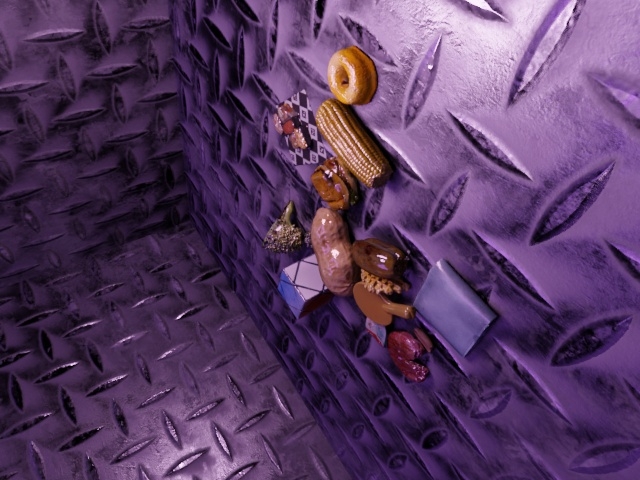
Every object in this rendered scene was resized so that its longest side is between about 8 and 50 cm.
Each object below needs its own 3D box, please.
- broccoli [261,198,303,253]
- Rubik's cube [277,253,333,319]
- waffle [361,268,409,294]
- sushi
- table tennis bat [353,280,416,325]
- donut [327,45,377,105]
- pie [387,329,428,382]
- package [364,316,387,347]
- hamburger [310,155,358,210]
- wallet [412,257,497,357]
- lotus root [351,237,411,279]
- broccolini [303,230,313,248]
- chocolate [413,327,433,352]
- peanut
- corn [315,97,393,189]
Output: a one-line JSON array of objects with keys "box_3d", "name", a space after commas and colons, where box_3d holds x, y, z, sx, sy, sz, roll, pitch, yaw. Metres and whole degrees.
[{"box_3d": [-0.145, -0.040, 2.080, 0.181, 0.272, 0.242, 32, 165, -4], "name": "broccoli"}, {"box_3d": [-0.065, 0.220, 2.087, 0.205, 0.208, 0.205, 53, 151, 22], "name": "Rubik's cube"}, {"box_3d": [0.237, 0.138, 1.624, 0.191, 0.161, 0.046, -101, 2, -56], "name": "waffle"}, {"box_3d": [-0.107, -0.443, 1.793, 0.294, 0.059, 0.291, 3, 115, 59], "name": "sushi"}, {"box_3d": [0.236, 0.250, 1.645, 0.321, 0.050, 0.198, 3, 119, 56], "name": "table tennis bat"}, {"box_3d": [0.090, -0.516, 1.366, 0.190, 0.075, 0.174, 62, 153, 9], "name": "donut"}, {"box_3d": [0.346, 0.455, 1.717, 0.204, 0.054, 0.218, 32, 140, 47], "name": "pie"}, {"box_3d": [0.231, 0.316, 1.782, 0.166, 0.040, 0.231, -134, 40, -51], "name": "package"}, {"box_3d": [0.048, -0.207, 1.635, 0.183, 0.130, 0.205, 2, 115, 63], "name": "hamburger"}, {"box_3d": [0.423, 0.230, 1.398, 0.251, 0.054, 0.290, 50, 151, 30], "name": "wallet"}, {"box_3d": [0.211, 0.065, 1.563, 0.241, 0.124, 0.122, 25, 122, 51], "name": "lotus root"}, {"box_3d": [-0.014, 0.001, 1.978, 0.203, 0.068, 0.091, 6, 97, 58], "name": "broccolini"}, {"box_3d": [0.385, 0.365, 1.597, 0.100, 0.031, 0.064, 54, 169, 29], "name": "chocolate"}, {"box_3d": [0.060, 0.051, 1.764, 0.192, 0.170, 0.386, -158, 49, -73], "name": "peanut"}, {"box_3d": [0.107, -0.321, 1.439, 0.344, 0.131, 0.131, 55, 151, 18], "name": "corn"}]
